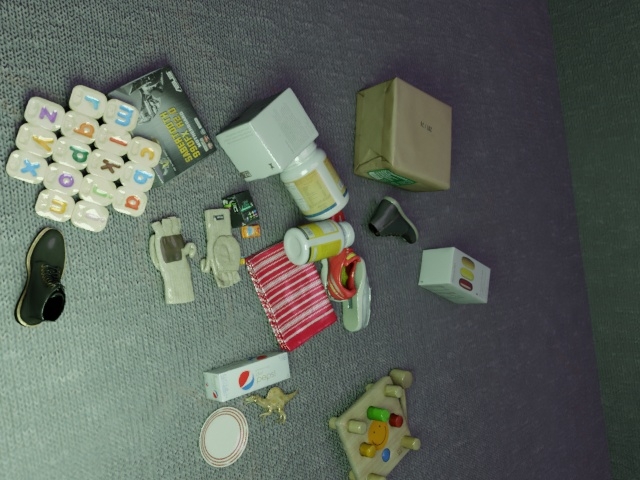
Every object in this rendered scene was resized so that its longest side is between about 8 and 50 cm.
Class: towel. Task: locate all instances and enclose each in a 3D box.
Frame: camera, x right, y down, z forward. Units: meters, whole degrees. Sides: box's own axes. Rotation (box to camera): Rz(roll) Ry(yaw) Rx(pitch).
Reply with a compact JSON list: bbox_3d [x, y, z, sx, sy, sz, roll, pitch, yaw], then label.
[{"bbox_3d":[-0.073,0.138,1.567,0.199,0.031,0.275,-27,97,-35],"label":"towel"}]

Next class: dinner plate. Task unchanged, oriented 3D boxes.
[{"bbox_3d":[-0.237,0.477,1.410,0.141,0.017,0.141,8,78,-43],"label":"dinner plate"}]

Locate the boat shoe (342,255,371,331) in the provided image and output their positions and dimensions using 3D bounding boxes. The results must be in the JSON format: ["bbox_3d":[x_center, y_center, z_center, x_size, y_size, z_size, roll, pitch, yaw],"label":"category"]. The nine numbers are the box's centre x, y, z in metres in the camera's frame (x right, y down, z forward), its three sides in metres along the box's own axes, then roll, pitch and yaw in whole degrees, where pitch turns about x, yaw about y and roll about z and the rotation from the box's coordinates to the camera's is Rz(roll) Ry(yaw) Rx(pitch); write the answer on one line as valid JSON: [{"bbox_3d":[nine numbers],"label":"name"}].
[{"bbox_3d":[0.114,0.161,1.756,0.081,0.079,0.227,6,85,-53],"label":"boat shoe"}]

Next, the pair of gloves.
[{"bbox_3d":[-0.298,0.034,1.392,0.240,0.042,0.204,-17,93,-46],"label":"pair of gloves"}]

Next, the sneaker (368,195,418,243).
[{"bbox_3d":[0.233,-0.036,1.902,0.118,0.083,0.222,-52,128,-13],"label":"sneaker"}]

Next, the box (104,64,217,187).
[{"bbox_3d":[-0.371,-0.266,1.348,0.183,0.056,0.231,-43,113,-39],"label":"box"}]

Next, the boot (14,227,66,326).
[{"bbox_3d":[-0.513,0.068,1.112,0.077,0.137,0.198,17,73,-42],"label":"boot"}]

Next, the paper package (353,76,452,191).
[{"bbox_3d":[0.280,-0.334,1.909,0.325,0.168,0.309,12,76,-43],"label":"paper package"}]

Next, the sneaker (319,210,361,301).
[{"bbox_3d":[0.066,0.038,1.687,0.107,0.118,0.279,-1,85,-45],"label":"sneaker"}]

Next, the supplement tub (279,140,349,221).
[{"bbox_3d":[-0.024,-0.167,1.608,0.144,0.144,0.199,-49,118,-36],"label":"supplement tub"}]

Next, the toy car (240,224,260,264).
[{"bbox_3d":[-0.180,0.011,1.508,0.060,0.040,0.122,19,72,-41],"label":"toy car"}]

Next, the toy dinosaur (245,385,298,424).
[{"bbox_3d":[-0.109,0.429,1.514,0.183,0.053,0.092,5,80,-43],"label":"toy dinosaur"}]

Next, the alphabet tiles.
[{"bbox_3d":[-0.485,-0.169,1.210,0.278,0.021,0.284,19,81,-31],"label":"alphabet tiles"}]

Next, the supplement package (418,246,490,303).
[{"bbox_3d":[0.480,0.130,2.064,0.244,0.134,0.139,25,67,-39],"label":"supplement package"}]

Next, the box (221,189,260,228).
[{"bbox_3d":[-0.204,-0.079,1.480,0.052,0.062,0.083,-31,107,-43],"label":"box"}]

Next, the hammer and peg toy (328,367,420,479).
[{"bbox_3d":[0.203,0.557,1.747,0.361,0.127,0.266,-29,105,-42],"label":"hammer and peg toy"}]

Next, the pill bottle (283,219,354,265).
[{"bbox_3d":[0.000,0.000,1.567,0.184,0.103,0.103,-14,95,-37],"label":"pill bottle"}]

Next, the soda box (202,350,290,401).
[{"bbox_3d":[-0.180,0.335,1.443,0.216,0.074,0.069,-8,90,-44],"label":"soda box"}]

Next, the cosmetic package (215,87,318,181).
[{"bbox_3d":[-0.137,-0.273,1.508,0.151,0.151,0.183,57,50,-22],"label":"cosmetic package"}]
